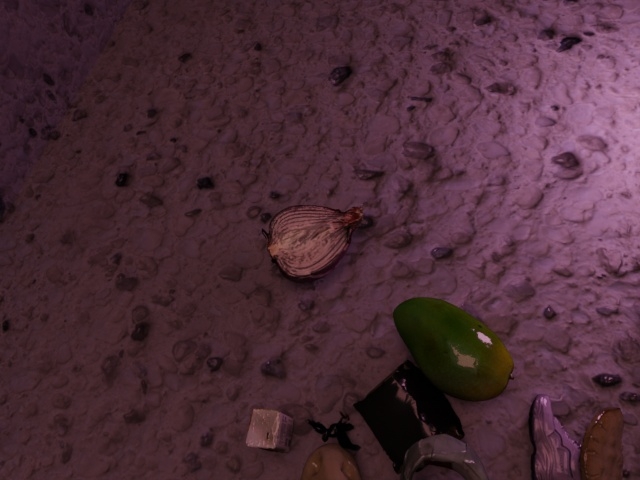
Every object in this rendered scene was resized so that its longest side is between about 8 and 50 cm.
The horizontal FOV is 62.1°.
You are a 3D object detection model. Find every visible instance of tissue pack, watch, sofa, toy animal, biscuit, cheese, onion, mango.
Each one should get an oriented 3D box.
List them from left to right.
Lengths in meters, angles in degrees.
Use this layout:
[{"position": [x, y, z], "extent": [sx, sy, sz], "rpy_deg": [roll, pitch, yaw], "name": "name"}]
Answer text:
[{"position": [-0.146, 0.558, 1.557], "extent": [0.099, 0.149, 0.106], "rpy_deg": [1, 64, 15], "name": "tissue pack"}, {"position": [-0.011, 0.760, 1.422], "extent": [0.328, 0.129, 0.351], "rpy_deg": [-56, 22, 16], "name": "cheese"}, {"position": [0.000, 0.000, 1.797], "extent": [0.348, 0.159, 0.267], "rpy_deg": [-19, 72, 6], "name": "onion"}, {"position": [0.047, 0.550, 1.541], "extent": [0.220, 0.062, 0.108], "rpy_deg": [8, 35, 46], "name": "toy animal"}, {"position": [0.252, 0.497, 1.503], "extent": [0.200, 0.182, 0.258], "rpy_deg": [-44, 60, 11], "name": "sofa"}, {"position": [0.366, 0.303, 1.526], "extent": [0.382, 0.201, 0.225], "rpy_deg": [38, 86, 30], "name": "mango"}, {"position": [0.321, 0.618, 1.334], "extent": [0.253, 0.162, 0.241], "rpy_deg": [17, 96, -1], "name": "watch"}, {"position": [0.717, 0.556, 1.355], "extent": [0.141, 0.038, 0.290], "rpy_deg": [24, 66, -19], "name": "biscuit"}]

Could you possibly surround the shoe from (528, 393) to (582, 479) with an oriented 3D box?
[{"position": [0.626, 0.534, 1.406], "extent": [0.137, 0.095, 0.245], "rpy_deg": [1, 68, 11], "name": "shoe"}]
